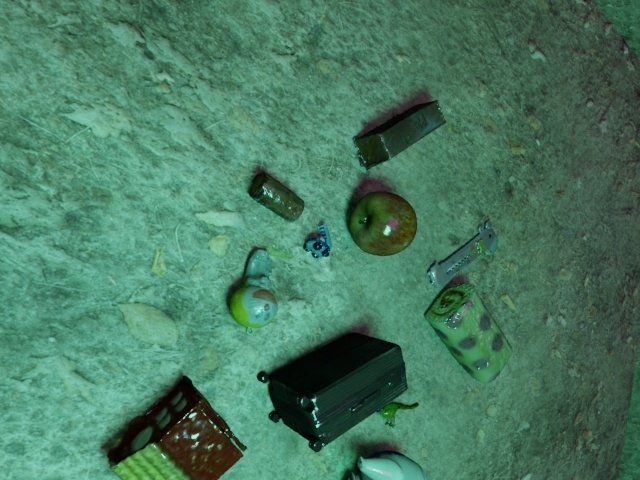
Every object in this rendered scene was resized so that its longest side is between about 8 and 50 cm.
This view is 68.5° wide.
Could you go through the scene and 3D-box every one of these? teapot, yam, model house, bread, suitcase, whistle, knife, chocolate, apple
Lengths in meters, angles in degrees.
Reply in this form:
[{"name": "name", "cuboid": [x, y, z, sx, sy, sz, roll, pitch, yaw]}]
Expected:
[{"name": "teapot", "cuboid": [0.168, 0.747, 1.352, 0.279, 0.252, 0.425, -6, 122, -2]}, {"name": "yam", "cuboid": [-0.113, -0.110, 1.217, 0.141, 0.079, 0.079, 33, 73, -32]}, {"name": "model house", "cuboid": [-0.324, 0.465, 1.032, 0.254, 0.160, 0.196, -42, 115, -25]}, {"name": "bread", "cuboid": [0.523, 0.323, 1.627, 0.187, 0.155, 0.338, -47, 116, -20]}, {"name": "suitcase", "cuboid": [0.041, 0.374, 1.242, 0.334, 0.229, 0.153, -20, 103, -33]}, {"name": "whistle", "cuboid": [-0.156, 0.125, 1.174, 0.122, 0.122, 0.223, 23, 64, -33]}, {"name": "knife", "cuboid": [0.524, 0.059, 1.692, 0.398, 0.038, 0.132, -30, 105, -30]}, {"name": "chocolate", "cuboid": [0.252, -0.330, 1.446, 0.321, 0.111, 0.112, -34, 107, -30]}, {"name": "apple", "cuboid": [0.182, -0.047, 1.357, 0.173, 0.188, 0.189, 10, 85, -44]}]

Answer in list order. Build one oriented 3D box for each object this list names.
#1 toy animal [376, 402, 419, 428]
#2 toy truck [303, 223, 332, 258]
[{"name": "toy animal", "cuboid": [0.243, 0.558, 1.507, 0.216, 0.041, 0.075, 16, 81, -39]}, {"name": "toy truck", "cuboid": [0.000, 0.000, 1.315, 0.073, 0.056, 0.090, 40, 56, -34]}]
